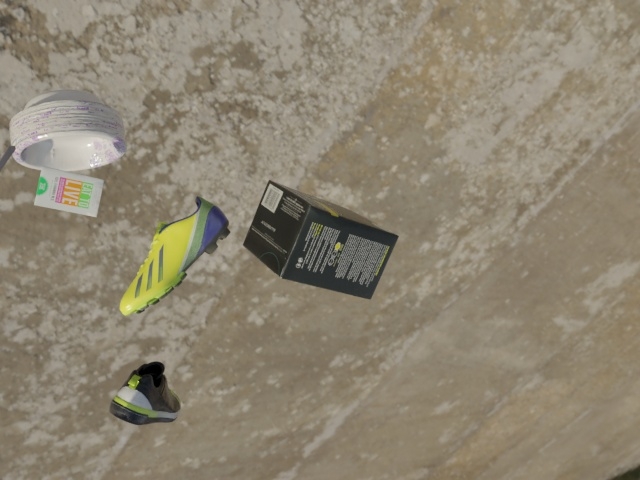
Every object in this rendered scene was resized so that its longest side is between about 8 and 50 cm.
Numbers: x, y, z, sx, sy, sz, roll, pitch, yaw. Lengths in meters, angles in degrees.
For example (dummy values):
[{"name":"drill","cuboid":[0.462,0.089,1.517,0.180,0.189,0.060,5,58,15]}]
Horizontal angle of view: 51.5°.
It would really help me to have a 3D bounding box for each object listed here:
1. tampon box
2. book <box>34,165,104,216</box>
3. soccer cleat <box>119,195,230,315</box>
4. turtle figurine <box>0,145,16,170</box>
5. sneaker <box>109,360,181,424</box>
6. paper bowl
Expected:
[{"name":"tampon box","cuboid":[0.000,0.000,0.912,0.161,0.120,0.102,17,100,-38]},{"name":"book","cuboid":[-0.608,-0.118,1.610,0.144,0.035,0.096,11,90,-19]},{"name":"soccer cleat","cuboid":[-0.313,0.030,1.359,0.289,0.121,0.093,-46,-172,-16]},{"name":"turtle figurine","cuboid":[-0.506,0.026,0.772,0.197,0.266,0.275,10,106,-6]},{"name":"sneaker","cuboid":[-0.289,0.265,1.173,0.235,0.084,0.097,69,43,-81]},{"name":"paper bowl","cuboid":[-0.663,-0.293,1.742,0.284,0.148,0.284,-12,171,-2]}]
